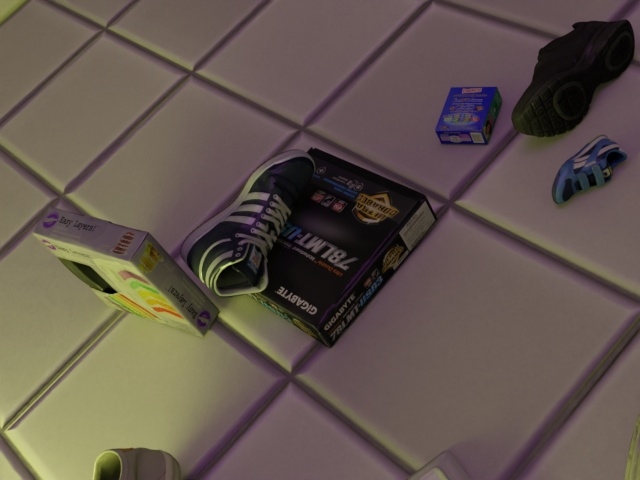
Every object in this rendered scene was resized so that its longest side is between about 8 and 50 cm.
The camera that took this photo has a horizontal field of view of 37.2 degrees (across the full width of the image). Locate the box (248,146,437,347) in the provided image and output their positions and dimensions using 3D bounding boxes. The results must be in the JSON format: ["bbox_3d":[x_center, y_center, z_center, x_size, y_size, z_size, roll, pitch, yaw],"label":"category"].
[{"bbox_3d":[0.000,0.000,1.640,0.295,0.073,0.293,29,70,42],"label":"box"}]

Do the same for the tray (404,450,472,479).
[{"bbox_3d":[0.100,0.406,1.279,0.270,0.030,0.145,-36,47,-4],"label":"tray"}]

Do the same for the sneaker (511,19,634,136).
[{"bbox_3d":[0.416,-0.281,1.643,0.286,0.109,0.130,-41,39,-21],"label":"sneaker"}]

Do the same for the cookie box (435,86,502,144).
[{"bbox_3d":[0.266,-0.224,1.703,0.091,0.040,0.107,4,56,31],"label":"cookie box"}]

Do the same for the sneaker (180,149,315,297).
[{"bbox_3d":[-0.097,-0.021,1.588,0.282,0.099,0.153,-42,40,1],"label":"sneaker"}]

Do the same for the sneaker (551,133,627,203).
[{"bbox_3d":[0.427,-0.110,1.517,0.144,0.053,0.059,-44,49,-10],"label":"sneaker"}]

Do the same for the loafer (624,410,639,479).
[{"bbox_3d":[0.419,0.322,1.134,0.111,0.112,0.320,4,63,24],"label":"loafer"}]

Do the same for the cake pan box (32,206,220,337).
[{"bbox_3d":[-0.338,0.053,1.650,0.266,0.246,0.070,14,61,35],"label":"cake pan box"}]

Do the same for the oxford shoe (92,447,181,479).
[{"bbox_3d":[-0.307,0.486,1.325,0.169,0.130,0.449,-37,33,40],"label":"oxford shoe"}]
